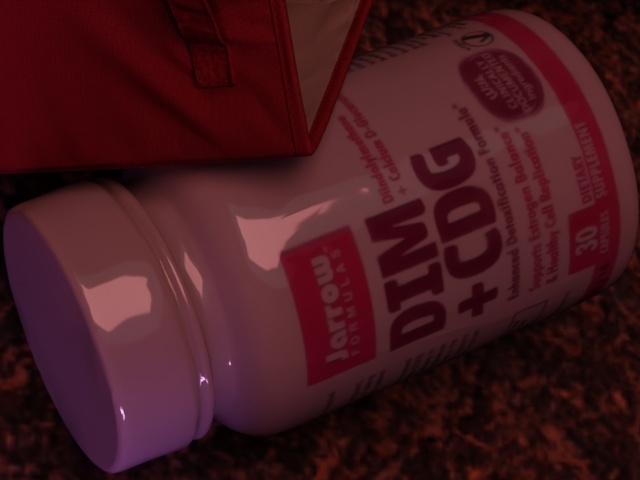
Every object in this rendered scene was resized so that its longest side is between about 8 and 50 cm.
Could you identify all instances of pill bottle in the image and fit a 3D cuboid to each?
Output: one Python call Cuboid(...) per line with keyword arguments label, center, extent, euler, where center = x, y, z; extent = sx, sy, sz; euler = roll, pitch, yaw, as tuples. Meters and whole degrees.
Cuboid(label="pill bottle", center=(0.000, 0.000, 0.893), extent=(0.283, 0.160, 0.160), euler=(-22, 75, -22))

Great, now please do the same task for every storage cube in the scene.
Cuboid(label="storage cube", center=(-0.093, -0.153, 0.838), extent=(0.193, 0.183, 0.215), euler=(-2, 30, 14))
